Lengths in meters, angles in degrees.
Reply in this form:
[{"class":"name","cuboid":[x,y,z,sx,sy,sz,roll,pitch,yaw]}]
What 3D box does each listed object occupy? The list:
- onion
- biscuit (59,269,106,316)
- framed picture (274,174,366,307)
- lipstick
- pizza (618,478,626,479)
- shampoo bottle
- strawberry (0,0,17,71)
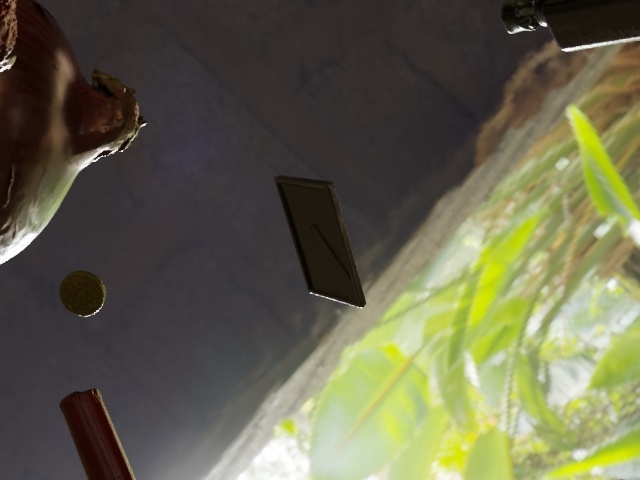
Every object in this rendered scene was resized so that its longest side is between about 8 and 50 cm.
[{"class":"onion","cuboid":[-0.411,-0.130,1.343,0.353,0.353,0.353,41,-174,-6]},{"class":"biscuit","cuboid":[-0.421,0.093,2.080,0.084,0.084,0.023,41,-161,-8]},{"class":"framed picture","cuboid":[0.000,0.000,0.788,0.066,0.006,0.089,11,122,55]},{"class":"lipstick","cuboid":[-0.323,0.363,1.804,0.280,0.073,0.073,66,-169,10]},{"class":"pizza","cuboid":[0.236,0.267,0.863,0.069,0.154,0.194,3,149,46]},{"class":"shampoo bottle","cuboid":[0.305,-0.237,1.126,0.309,0.098,0.071,-2,137,48]},{"class":"strawberry","cuboid":[-0.243,-0.150,0.754,0.106,0.106,0.106,41,-174,-6]}]
